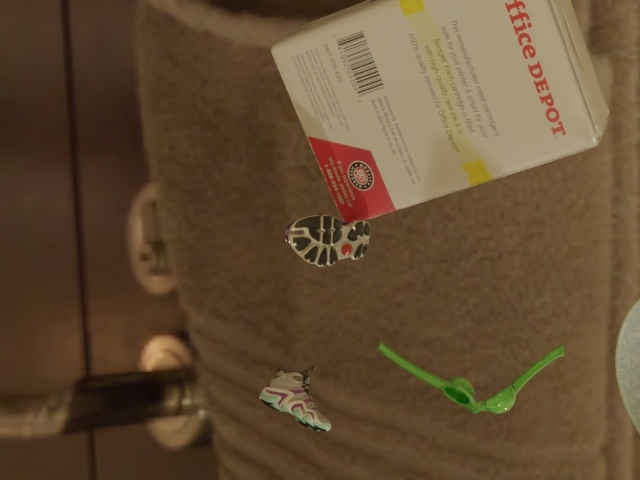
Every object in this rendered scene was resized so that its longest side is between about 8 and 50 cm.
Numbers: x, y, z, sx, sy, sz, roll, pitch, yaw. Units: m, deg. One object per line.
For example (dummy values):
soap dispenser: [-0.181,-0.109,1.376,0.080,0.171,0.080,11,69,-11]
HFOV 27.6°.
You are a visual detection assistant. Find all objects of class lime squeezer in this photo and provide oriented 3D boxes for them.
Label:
lime squeezer: [0.242,0.215,2.033,0.310,0.109,0.059,2,177,-13]

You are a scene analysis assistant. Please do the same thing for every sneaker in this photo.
sneaker: [0.000,0.000,1.748,0.071,0.068,0.170,6,180,32]
sneaker: [-0.018,0.184,1.575,0.098,0.069,0.038,27,162,18]

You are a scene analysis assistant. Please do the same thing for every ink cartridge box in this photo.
ink cartridge box: [0.171,-0.218,1.792,0.385,0.279,0.160,-17,-166,24]

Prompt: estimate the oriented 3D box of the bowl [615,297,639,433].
bowl: [0.616,0.202,2.029,0.156,0.289,0.289,-8,-179,-32]
